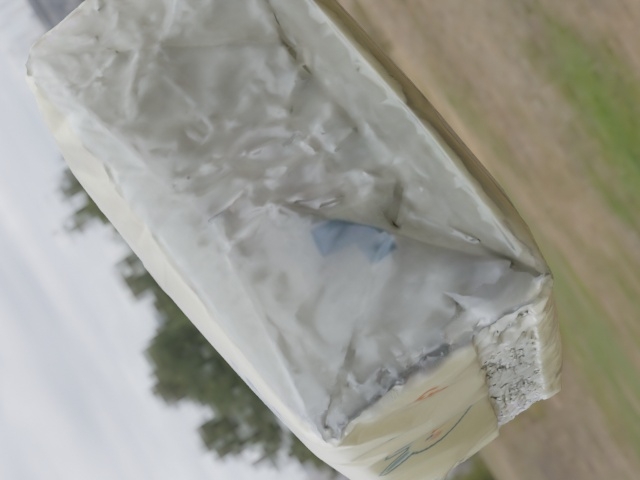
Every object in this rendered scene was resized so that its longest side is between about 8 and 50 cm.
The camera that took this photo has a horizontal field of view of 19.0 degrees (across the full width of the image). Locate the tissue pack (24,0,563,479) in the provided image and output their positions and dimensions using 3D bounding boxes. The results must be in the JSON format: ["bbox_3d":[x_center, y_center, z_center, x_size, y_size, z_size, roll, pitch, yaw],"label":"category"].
[{"bbox_3d":[0.000,0.000,0.594,0.148,0.092,0.196,50,177,15],"label":"tissue pack"}]
